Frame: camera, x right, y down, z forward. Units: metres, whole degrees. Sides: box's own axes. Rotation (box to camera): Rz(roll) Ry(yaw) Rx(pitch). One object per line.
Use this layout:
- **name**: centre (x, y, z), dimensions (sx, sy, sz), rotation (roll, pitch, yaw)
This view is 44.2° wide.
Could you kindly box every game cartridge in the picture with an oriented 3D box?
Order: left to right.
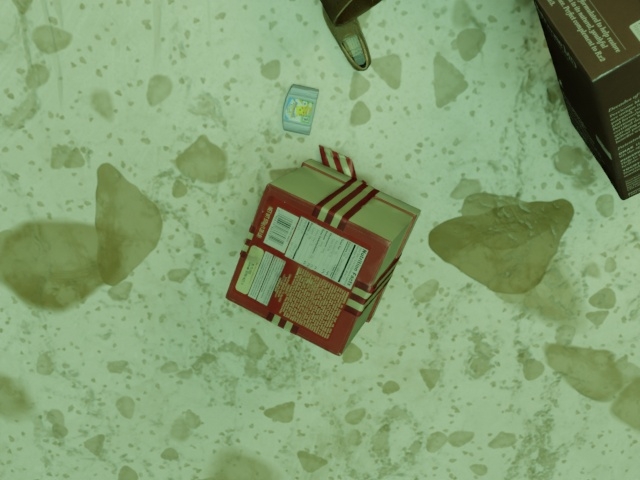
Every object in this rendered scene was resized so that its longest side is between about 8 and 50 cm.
- **game cartridge**: centre (-0.038, -0.229, 1.378), dimensions (0.056, 0.017, 0.083), rotation (12, 111, -1)

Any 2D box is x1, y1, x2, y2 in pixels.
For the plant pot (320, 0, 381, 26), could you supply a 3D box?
- **plant pot**: centre (0.038, -0.485, 1.192), dimensions (0.215, 0.215, 0.230), rotation (-36, 93, 13)

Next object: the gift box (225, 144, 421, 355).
- **gift box**: centre (0.000, 0.000, 1.346), dimensions (0.276, 0.258, 0.255), rotation (31, 111, 9)

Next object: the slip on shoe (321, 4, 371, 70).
- **slip on shoe**: centre (0.045, -0.345, 1.318), dimensions (0.051, 0.041, 0.135), rotation (-23, 110, 8)

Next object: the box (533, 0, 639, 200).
- **box**: centre (0.448, -0.233, 1.178), dimensions (0.143, 0.191, 0.381), rotation (-28, 148, 12)
